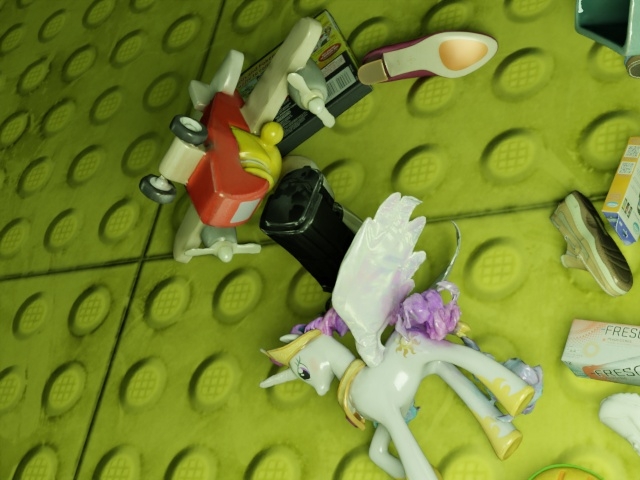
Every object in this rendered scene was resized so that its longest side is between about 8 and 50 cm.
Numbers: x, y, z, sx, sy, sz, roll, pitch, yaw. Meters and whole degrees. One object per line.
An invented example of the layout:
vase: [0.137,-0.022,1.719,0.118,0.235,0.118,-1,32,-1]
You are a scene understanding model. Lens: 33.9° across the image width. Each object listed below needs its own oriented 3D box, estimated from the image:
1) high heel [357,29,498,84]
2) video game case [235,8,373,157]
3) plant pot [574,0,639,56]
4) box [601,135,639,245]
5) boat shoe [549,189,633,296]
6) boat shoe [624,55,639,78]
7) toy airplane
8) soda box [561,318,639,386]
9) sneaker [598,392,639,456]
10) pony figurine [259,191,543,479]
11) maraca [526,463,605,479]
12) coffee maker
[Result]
high heel: [0.186,-0.315,1.802,0.244,0.082,0.117,-15,16,19]
video game case: [-0.055,-0.279,1.968,0.275,0.035,0.248,-36,45,13]
plant pot: [0.510,-0.391,1.431,0.252,0.247,0.248,0,19,-3]
box: [0.420,-0.062,1.418,0.028,0.081,0.136,12,68,42]
boat shoe: [0.361,0.016,1.428,0.072,0.068,0.190,-42,33,23]
boat shoe: [0.518,-0.248,1.485,0.183,0.066,0.066,-4,60,36]
toy airplane: [-0.124,-0.151,1.768,0.384,0.272,0.386,-67,11,-18]
soda box: [0.398,0.144,1.305,0.183,0.058,0.063,3,63,39]
sneaker: [0.404,0.257,1.202,0.232,0.090,0.115,27,82,46]
pony figurine: [0.115,0.146,1.402,0.363,0.303,0.351,40,96,31]
maraca: [0.307,0.342,1.210,0.127,0.099,0.185,-35,63,-9]
coffee maker: [0.000,0.000,1.624,0.120,0.178,0.171,-22,49,25]
